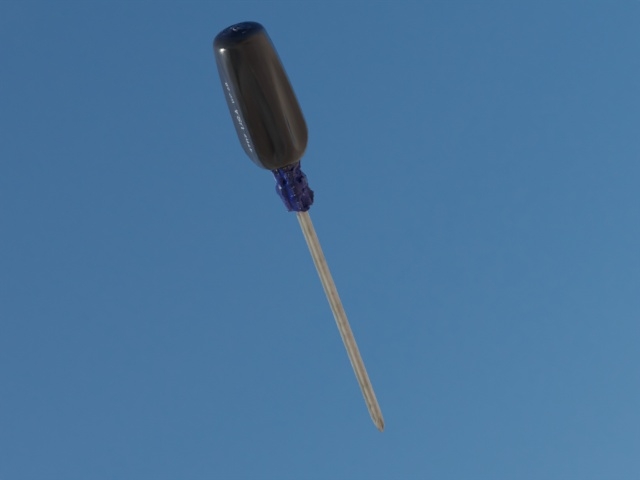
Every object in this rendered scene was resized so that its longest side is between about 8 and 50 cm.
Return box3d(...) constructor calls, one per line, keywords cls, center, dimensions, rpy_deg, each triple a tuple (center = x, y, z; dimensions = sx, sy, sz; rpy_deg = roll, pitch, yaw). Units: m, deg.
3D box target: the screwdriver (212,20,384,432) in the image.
box3d(cls="screwdriver", center=(0.000, 0.000, 0.673), dimensions=(0.024, 0.025, 0.170), rpy_deg=(-47, -57, -43))
